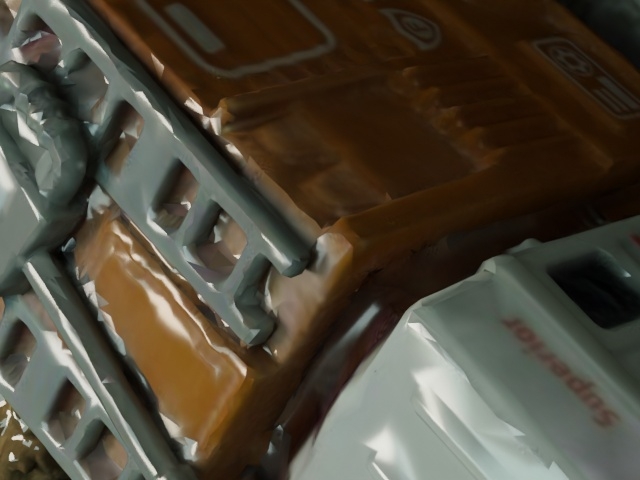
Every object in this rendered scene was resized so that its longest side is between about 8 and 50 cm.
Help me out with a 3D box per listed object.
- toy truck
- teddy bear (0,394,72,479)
[{"bbox_3d":[0.000,0.000,0.497,0.387,0.207,0.173,46,125,24],"label":"toy truck"},{"bbox_3d":[-0.204,0.085,0.684,0.296,0.246,0.223,-1,120,13],"label":"teddy bear"}]
